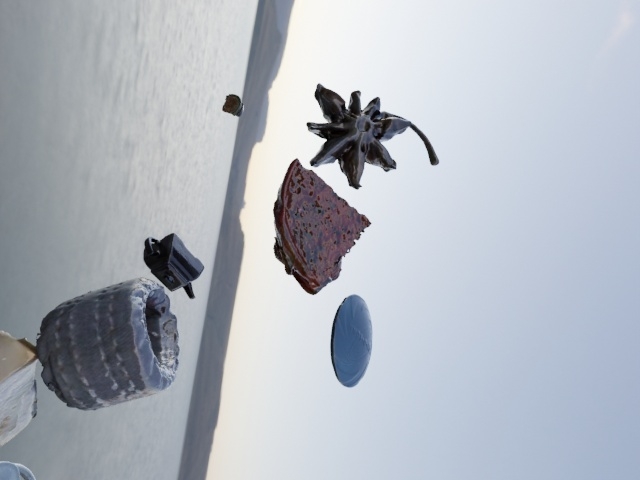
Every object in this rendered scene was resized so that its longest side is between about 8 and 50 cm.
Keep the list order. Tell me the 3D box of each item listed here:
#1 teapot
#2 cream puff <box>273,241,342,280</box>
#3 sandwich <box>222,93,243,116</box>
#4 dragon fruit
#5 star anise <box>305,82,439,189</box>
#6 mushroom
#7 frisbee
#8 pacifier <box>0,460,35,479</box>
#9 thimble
[{"bbox_3d":[-0.338,0.065,0.962,0.177,0.087,0.096,59,12,-33],"label":"teapot"},{"bbox_3d":[-0.033,0.044,1.392,0.164,0.240,0.240,-66,-168,-6],"label":"cream puff"},{"bbox_3d":[-0.288,-0.444,1.393,0.026,0.069,0.101,93,-1,-55],"label":"sandwich"},{"bbox_3d":[0.000,0.000,1.086,0.330,0.240,0.302,88,8,-76],"label":"dragon fruit"},{"bbox_3d":[0.104,-0.261,1.119,0.316,0.359,0.139,-39,-175,-10],"label":"star anise"},{"bbox_3d":[-0.600,0.264,0.706,0.173,0.162,0.236,-41,163,-56],"label":"mushroom"},{"bbox_3d":[0.116,0.312,1.327,0.289,0.049,0.289,7,82,-60],"label":"frisbee"},{"bbox_3d":[-0.677,0.623,0.961,0.227,0.207,0.279,-87,169,-64],"label":"pacifier"},{"bbox_3d":[-0.360,0.172,0.747,0.236,0.172,0.205,-111,-169,-56],"label":"thimble"}]
